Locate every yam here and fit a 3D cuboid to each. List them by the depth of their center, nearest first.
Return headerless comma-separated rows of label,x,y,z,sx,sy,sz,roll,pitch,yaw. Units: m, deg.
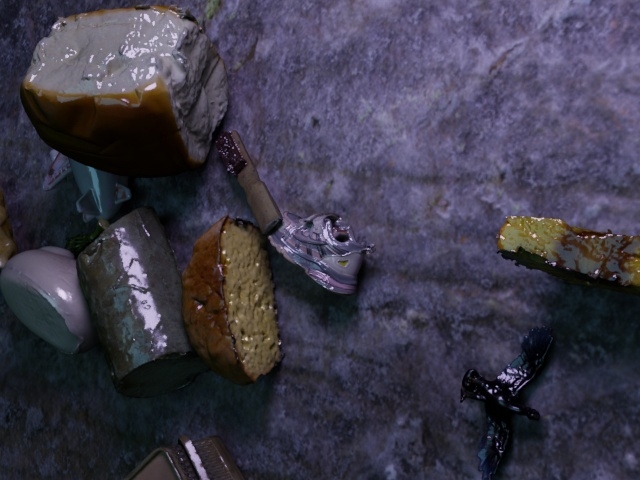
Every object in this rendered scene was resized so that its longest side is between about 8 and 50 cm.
yam,-0.303,0.100,1.306,0.168,0.168,0.304,-34,70,26

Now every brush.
brush,-0.120,-0.099,1.234,0.043,0.036,0.248,-50,43,21

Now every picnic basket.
picnic basket,-0.242,0.443,1.239,0.267,0.139,0.165,-46,64,20

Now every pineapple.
pineapple,0.331,0.018,0.928,0.233,0.135,0.079,15,84,24

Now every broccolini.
broccolini,-0.417,-0.003,1.390,0.054,0.051,0.239,61,151,-4

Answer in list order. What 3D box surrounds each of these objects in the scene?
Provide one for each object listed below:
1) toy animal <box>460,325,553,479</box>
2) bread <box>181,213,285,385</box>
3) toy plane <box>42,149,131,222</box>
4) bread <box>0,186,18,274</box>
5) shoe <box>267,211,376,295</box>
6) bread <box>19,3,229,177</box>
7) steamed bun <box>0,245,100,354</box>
toy animal,0.234,0.205,1.015,0.108,0.062,0.220,19,95,15
bread,-0.150,0.099,1.226,0.134,0.129,0.260,-12,77,33
toy plane,-0.415,-0.152,1.428,0.252,0.118,0.252,-6,79,32
bread,-0.695,-0.026,1.588,0.152,0.130,0.268,-35,67,30
shoe,0.000,0.000,1.160,0.180,0.089,0.092,41,108,26
bread,-0.308,-0.224,1.243,0.279,0.250,0.225,2,68,11
steamed bun,-0.471,0.099,1.416,0.228,0.131,0.177,27,137,24
